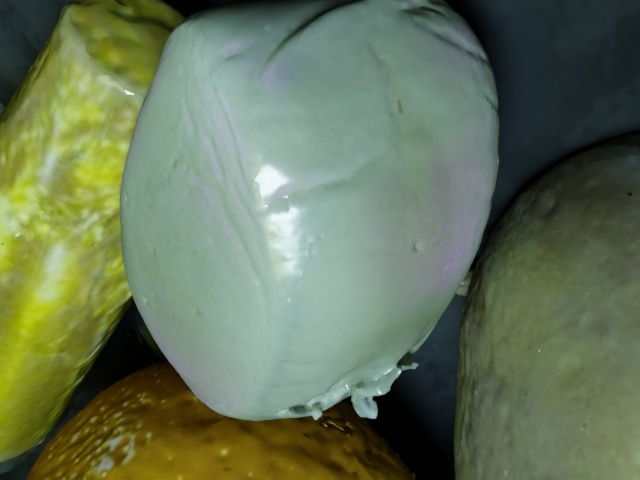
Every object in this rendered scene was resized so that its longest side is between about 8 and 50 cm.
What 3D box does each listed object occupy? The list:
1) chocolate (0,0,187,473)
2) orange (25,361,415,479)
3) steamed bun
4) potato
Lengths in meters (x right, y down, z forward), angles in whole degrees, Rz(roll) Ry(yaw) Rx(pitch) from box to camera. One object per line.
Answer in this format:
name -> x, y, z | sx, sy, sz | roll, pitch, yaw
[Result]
chocolate -> -0.182, 0.017, 0.618 | 0.162, 0.162, 0.445 | 39, 136, -6
orange -> -0.066, 0.252, 0.632 | 0.341, 0.293, 0.340 | 41, 156, 23
steamed bun -> 0.000, 0.000, 0.465 | 0.152, 0.170, 0.238 | 59, 149, 27
potato -> 0.126, 0.108, 0.492 | 0.211, 0.189, 0.264 | -4, 125, 33
